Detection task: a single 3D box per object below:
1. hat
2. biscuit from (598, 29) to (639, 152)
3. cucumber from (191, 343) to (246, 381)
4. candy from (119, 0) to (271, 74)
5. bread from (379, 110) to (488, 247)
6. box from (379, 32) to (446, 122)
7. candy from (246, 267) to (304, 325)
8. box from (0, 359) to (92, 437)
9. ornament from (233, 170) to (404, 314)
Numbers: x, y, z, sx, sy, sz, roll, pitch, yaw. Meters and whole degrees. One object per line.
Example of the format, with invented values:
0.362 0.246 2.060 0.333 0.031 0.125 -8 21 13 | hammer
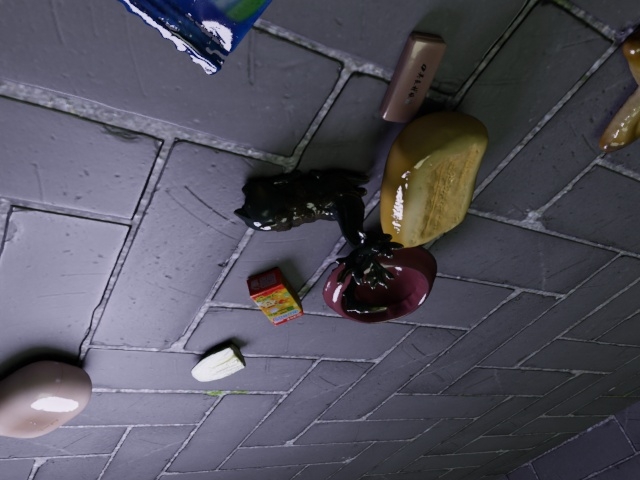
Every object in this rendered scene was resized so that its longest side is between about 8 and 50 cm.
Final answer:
0.102 0.063 0.918 0.205 0.089 0.205 -8 137 -7 | hat
0.488 -0.225 0.748 0.164 0.047 0.208 -20 142 1 | biscuit
-0.209 0.244 1.062 0.107 0.035 0.067 -25 123 11 | cucumber
-0.054 -0.302 0.427 0.331 0.077 0.187 -39 140 22 | candy
0.147 -0.087 0.740 0.147 0.098 0.217 -25 145 -20 | bread
0.113 -0.198 0.656 0.048 0.025 0.115 -1 138 -22 | box
-0.078 0.101 0.935 0.062 0.038 0.122 -21 142 5 | candy
-0.513 0.290 0.958 0.200 0.088 0.146 -34 140 18 | box
0.000 0.000 0.684 0.202 0.236 0.080 -9 135 -12 | ornament
